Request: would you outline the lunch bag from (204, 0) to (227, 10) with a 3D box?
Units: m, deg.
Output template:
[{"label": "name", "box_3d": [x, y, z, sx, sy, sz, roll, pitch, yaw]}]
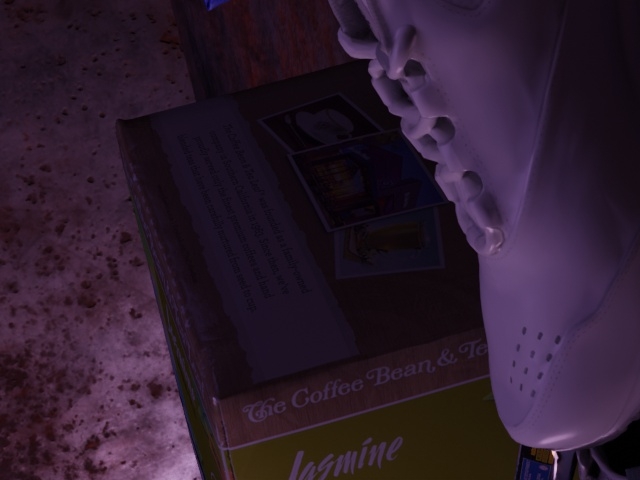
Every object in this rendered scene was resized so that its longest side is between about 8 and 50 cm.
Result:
[{"label": "lunch bag", "box_3d": [-0.105, -0.337, 1.514, 0.303, 0.115, 0.243, -154, 47, -77]}]

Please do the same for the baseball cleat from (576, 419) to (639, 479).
[{"label": "baseball cleat", "box_3d": [0.146, 0.096, 0.715, 0.206, 0.072, 0.109, -49, -54, -83]}]

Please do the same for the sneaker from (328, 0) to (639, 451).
[{"label": "sneaker", "box_3d": [0.062, -0.067, 0.568, 0.111, 0.129, 0.297, -153, 56, -65]}]

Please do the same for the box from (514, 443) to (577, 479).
[{"label": "box", "box_3d": [0.121, 0.062, 0.801, 0.094, 0.027, 0.137, 89, -161, -55]}]

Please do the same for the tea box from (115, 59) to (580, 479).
[{"label": "tea box", "box_3d": [0.024, 0.100, 1.084, 0.329, 0.220, 0.323, -118, 16, -56]}]
